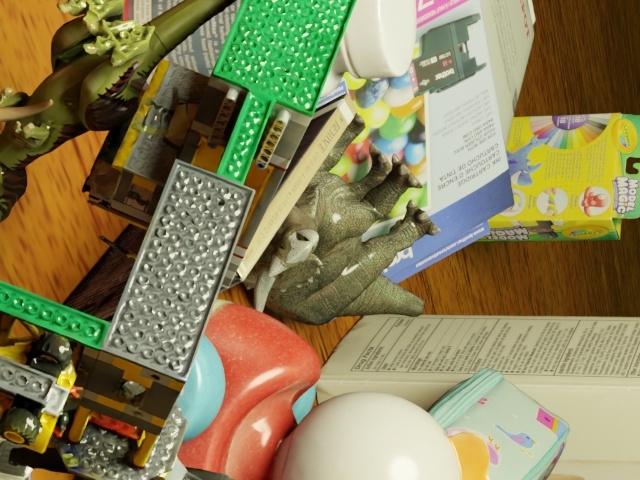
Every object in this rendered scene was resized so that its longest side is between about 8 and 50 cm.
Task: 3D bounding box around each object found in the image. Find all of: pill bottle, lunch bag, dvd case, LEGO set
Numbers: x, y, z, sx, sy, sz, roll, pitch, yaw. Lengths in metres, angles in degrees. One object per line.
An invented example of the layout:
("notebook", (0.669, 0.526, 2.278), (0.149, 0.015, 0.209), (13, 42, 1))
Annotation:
("pill bottle", (-0.037, -0.139, 1.100), (0.108, 0.180, 0.108), (0, 90, -70))
("lunch bag", (0.073, 0.238, 1.354), (0.279, 0.108, 0.224), (-59, 169, 23))
("dvd case", (-0.075, -0.003, 1.028), (0.018, 0.164, 0.221), (55, 30, -15))
("LEGO set", (-0.125, -0.025, 0.806), (0.192, 0.255, 0.331), (119, -16, -56))

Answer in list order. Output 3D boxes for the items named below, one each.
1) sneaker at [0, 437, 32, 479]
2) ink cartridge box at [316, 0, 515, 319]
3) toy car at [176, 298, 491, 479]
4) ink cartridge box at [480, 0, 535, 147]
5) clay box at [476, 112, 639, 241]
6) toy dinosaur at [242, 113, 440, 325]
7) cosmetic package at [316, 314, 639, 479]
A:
("sneaker", (-0.183, 0.147, 0.882), (0.071, 0.068, 0.170), (84, 22, -66))
("ink cartridge box", (0.056, -0.081, 1.401), (0.186, 0.065, 0.311), (-29, 130, -20))
("toy car", (-0.006, 0.161, 1.049), (0.219, 0.238, 0.210), (20, 86, -72))
("ink cartridge box", (0.107, -0.177, 1.612), (0.283, 0.117, 0.207), (-72, 153, -42))
("clay box", (0.229, -0.064, 1.804), (0.053, 0.222, 0.127), (59, 36, -56))
("toy dinosaur", (0.000, 0.000, 1.309), (0.121, 0.160, 0.313), (50, -3, 19))
("cosmetic package", (0.162, 0.147, 1.494), (0.153, 0.296, 0.129), (-47, 134, -61))
